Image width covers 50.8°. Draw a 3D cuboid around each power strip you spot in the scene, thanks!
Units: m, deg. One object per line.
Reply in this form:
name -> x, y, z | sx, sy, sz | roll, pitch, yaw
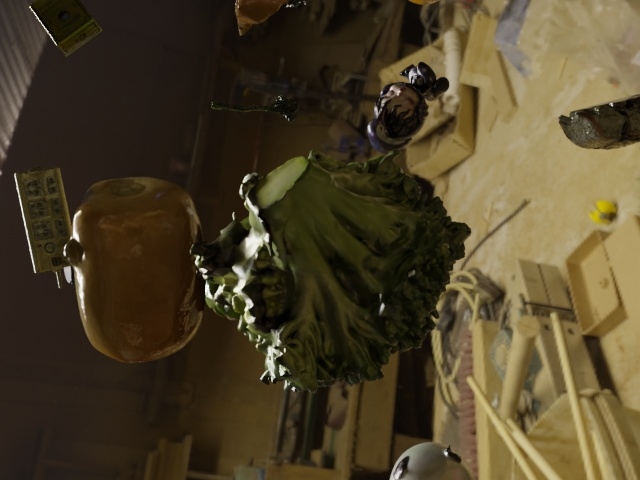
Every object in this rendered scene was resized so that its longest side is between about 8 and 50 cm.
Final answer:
power strip -> -0.585, -0.028, 1.449 | 0.034, 0.092, 0.267 | -2, 99, 65

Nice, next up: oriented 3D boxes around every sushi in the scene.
sushi -> 0.623, -0.244, 1.463 | 0.134, 0.273, 0.109 | -8, 99, 42

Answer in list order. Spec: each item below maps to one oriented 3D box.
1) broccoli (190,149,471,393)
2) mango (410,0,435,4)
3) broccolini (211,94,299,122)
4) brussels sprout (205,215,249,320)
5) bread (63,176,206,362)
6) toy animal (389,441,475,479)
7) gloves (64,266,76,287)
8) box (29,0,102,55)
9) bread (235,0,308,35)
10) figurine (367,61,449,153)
broccoli -> 0.011, 0.018, 0.873 | 0.272, 0.334, 0.324 | 59, -178, -13
mango -> 0.209, -0.510, 1.189 | 0.126, 0.154, 0.252 | 57, -134, -43
broccolini -> -0.189, -0.390, 1.965 | 0.057, 0.255, 0.071 | 101, 168, -49
brussels sprout -> -0.123, 0.084, 1.743 | 0.314, 0.276, 0.371 | -59, -19, -2
bread -> -0.383, 0.060, 1.491 | 0.348, 0.253, 0.375 | -88, 1, -72
toy animal -> 0.315, 0.709, 1.829 | 0.251, 0.251, 0.309 | -172, 64, -79
gloves -> -0.547, 0.080, 1.735 | 0.164, 0.204, 0.124 | 61, 138, 35
box -> -0.794, -0.693, 2.099 | 0.220, 0.141, 0.064 | 52, 176, 22
bread -> -0.058, -0.633, 1.493 | 0.315, 0.279, 0.248 | 98, 167, -72
figurine -> 0.195, -0.310, 1.612 | 0.222, 0.145, 0.145 | -47, 10, -4
